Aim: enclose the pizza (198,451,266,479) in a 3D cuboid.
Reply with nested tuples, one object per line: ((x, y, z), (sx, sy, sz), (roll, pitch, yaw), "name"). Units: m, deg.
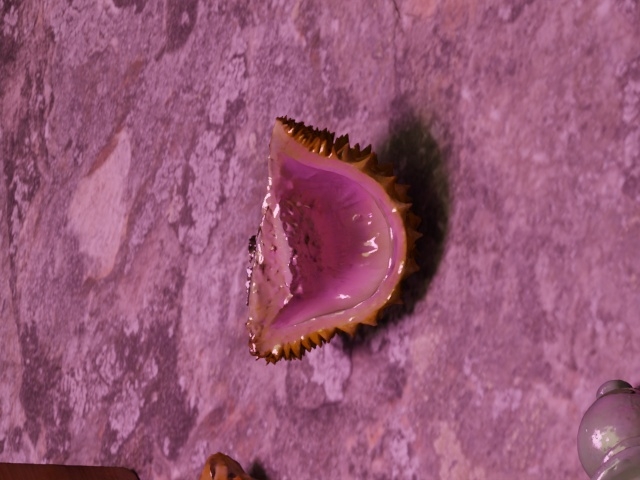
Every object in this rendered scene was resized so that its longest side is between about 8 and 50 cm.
((-0.059, 0.333, 1.495), (0.226, 0.086, 0.336), (-27, 59, 53), "pizza")

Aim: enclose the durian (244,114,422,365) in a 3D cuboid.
((-0.001, -0.002, 1.443), (0.165, 0.132, 0.182), (153, 109, -64), "durian")

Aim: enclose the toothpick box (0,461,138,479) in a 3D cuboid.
((-0.276, 0.392, 1.731), (0.190, 0.187, 0.308), (50, 127, 48), "toothpick box")

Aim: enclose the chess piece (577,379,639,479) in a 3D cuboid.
((0.201, 0.166, 1.092), (0.272, 0.139, 0.139), (-97, 30, -62), "chess piece")
